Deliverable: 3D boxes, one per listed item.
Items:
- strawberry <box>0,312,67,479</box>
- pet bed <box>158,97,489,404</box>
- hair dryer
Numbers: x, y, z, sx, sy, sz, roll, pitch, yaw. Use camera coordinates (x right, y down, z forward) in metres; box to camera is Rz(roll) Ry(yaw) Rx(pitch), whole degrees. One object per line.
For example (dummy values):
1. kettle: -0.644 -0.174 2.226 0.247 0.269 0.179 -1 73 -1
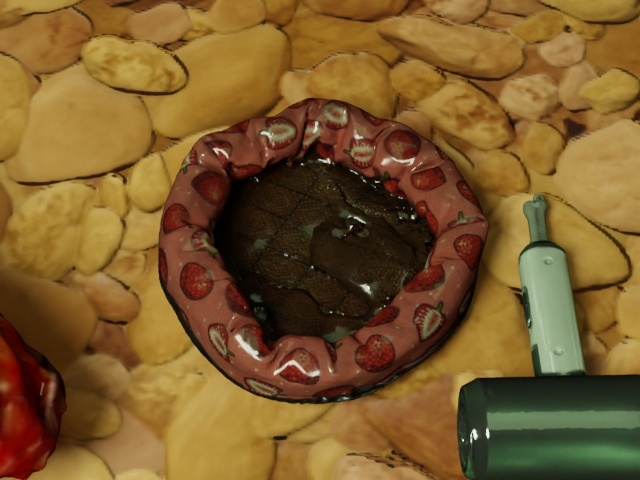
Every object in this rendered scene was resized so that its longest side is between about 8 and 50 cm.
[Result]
1. strawberry: -0.245 0.057 0.617 0.244 0.205 0.205 13 56 -10
2. pet bed: 0.000 0.000 0.734 0.201 0.053 0.201 3 52 -3
3. hair dryer: 0.124 0.048 0.714 0.100 0.057 0.197 2 48 -1
